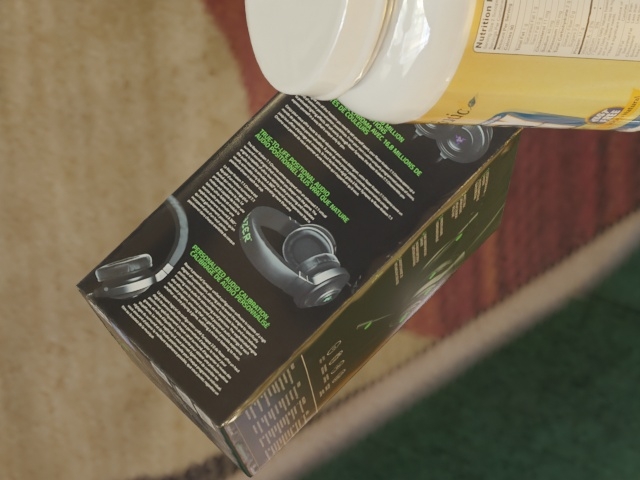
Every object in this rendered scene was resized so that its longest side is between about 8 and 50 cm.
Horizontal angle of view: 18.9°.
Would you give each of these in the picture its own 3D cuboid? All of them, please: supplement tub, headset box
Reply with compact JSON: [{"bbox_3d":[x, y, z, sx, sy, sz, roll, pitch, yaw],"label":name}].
[{"bbox_3d":[0.078,-0.125,0.904,0.199,0.144,0.144,0,108,-24],"label":"supplement tub"},{"bbox_3d":[0.000,0.000,1.267,0.283,0.131,0.246,-45,169,-8],"label":"headset box"}]
